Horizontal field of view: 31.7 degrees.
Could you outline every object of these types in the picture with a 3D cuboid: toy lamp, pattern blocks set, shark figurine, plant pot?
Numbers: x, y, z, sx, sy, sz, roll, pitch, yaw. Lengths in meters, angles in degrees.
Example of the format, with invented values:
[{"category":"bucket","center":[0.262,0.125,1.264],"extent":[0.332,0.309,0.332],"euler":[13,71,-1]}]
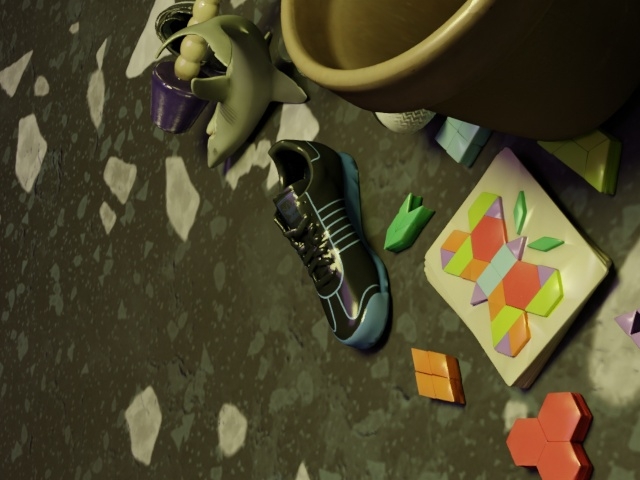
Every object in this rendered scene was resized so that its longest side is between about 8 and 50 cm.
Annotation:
[{"category":"toy lamp","center":[-0.134,-0.247,1.287],"extent":[0.080,0.080,0.275],"euler":[60,137,42]},{"category":"pattern blocks set","center":[0.162,0.025,0.966],"extent":[0.325,0.026,0.286],"euler":[41,112,50]},{"category":"shark figurine","center":[-0.072,-0.187,1.252],"extent":[0.116,0.278,0.166],"euler":[32,74,14]},{"category":"plant pot","center":[0.139,-0.190,0.877],"extent":[0.263,0.229,0.263],"euler":[-28,50,39]}]

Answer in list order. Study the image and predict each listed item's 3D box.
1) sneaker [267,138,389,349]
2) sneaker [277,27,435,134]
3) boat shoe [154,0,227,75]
[{"category":"sneaker","center":[0.000,0.000,1.130],"extent":[0.081,0.090,0.232],"euler":[-41,49,38]},{"category":"sneaker","center":[0.039,-0.188,1.135],"extent":[0.153,0.101,0.269],"euler":[-40,44,39]},{"category":"boat shoe","center":[-0.169,-0.262,1.440],"extent":[0.228,0.076,0.080],"euler":[40,111,50]}]
